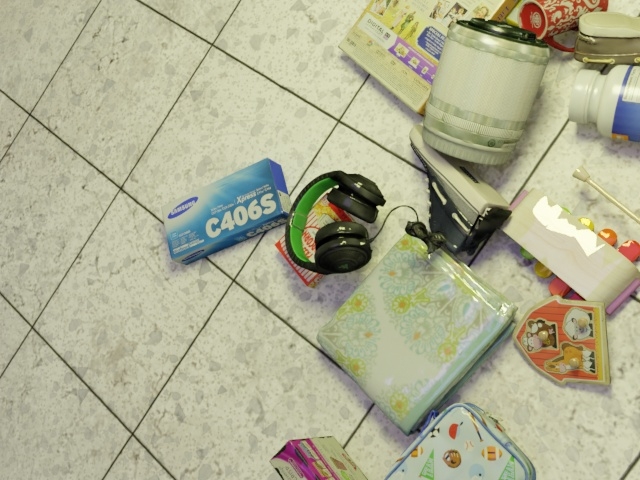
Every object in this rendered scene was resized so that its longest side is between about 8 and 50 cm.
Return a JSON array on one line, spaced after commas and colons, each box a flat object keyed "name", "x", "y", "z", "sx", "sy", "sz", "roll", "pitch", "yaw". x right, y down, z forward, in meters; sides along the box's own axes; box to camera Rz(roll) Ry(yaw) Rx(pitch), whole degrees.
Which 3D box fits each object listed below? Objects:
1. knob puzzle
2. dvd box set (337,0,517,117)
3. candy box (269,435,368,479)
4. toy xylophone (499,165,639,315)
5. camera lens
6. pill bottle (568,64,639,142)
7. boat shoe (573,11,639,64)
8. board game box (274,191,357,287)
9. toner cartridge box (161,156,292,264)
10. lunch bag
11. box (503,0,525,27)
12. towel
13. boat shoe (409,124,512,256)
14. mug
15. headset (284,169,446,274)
[{"name": "knob puzzle", "x": 0.486, "y": 0.208, "z": 1.445, "sx": 0.213, "sy": 0.030, "sz": 0.213, "roll": 10, "pitch": 107, "yaw": 35}, {"name": "dvd box set", "x": 0.273, "y": -0.554, "z": 1.704, "sx": 0.307, "sy": 0.062, "sz": 0.420, "roll": 45, "pitch": 107, "yaw": 26}, {"name": "candy box", "x": 0.007, "y": 0.509, "z": 1.523, "sx": 0.071, "sy": 0.233, "sz": 0.159, "roll": -47, "pitch": 63, "yaw": 9}, {"name": "toy xylophone", "x": 0.537, "y": -0.003, "z": 1.478, "sx": 0.236, "sy": 0.081, "sz": 0.322, "roll": -42, "pitch": 65, "yaw": 11}, {"name": "camera lens", "x": 0.352, "y": -0.325, "z": 1.516, "sx": 0.219, "sy": 0.219, "sz": 0.274, "roll": 27, "pitch": 117, "yaw": 27}, {"name": "pill bottle", "x": 0.661, "y": -0.277, "z": 1.442, "sx": 0.272, "sy": 0.152, "sz": 0.152, "roll": 14, "pitch": 85, "yaw": 27}, {"name": "boat shoe", "x": 0.705, "y": -0.410, "z": 1.479, "sx": 0.325, "sy": 0.096, "sz": 0.116, "roll": 8, "pitch": 41, "yaw": 11}, {"name": "board game box", "x": 0.000, "y": 0.000, "z": 1.746, "sx": 0.193, "sy": 0.045, "sz": 0.146, "roll": -45, "pitch": 64, "yaw": 10}, {"name": "toner cartridge box", "x": -0.250, "y": -0.073, "z": 1.863, "sx": 0.348, "sy": 0.075, "sz": 0.165, "roll": -23, "pitch": 69, "yaw": 19}, {"name": "lunch bag", "x": 0.283, "y": 0.493, "z": 1.470, "sx": 0.303, "sy": 0.115, "sz": 0.243, "roll": -50, "pitch": 61, "yaw": 8}, {"name": "box", "x": 0.439, "y": -0.582, "z": 1.676, "sx": 0.179, "sy": 0.043, "sz": 0.105, "roll": 40, "pitch": 98, "yaw": 25}, {"name": "towel", "x": 0.212, "y": 0.196, "z": 1.584, "sx": 0.374, "sy": 0.090, "sz": 0.320, "roll": -49, "pitch": 61, "yaw": 8}, {"name": "boat shoe", "x": 0.276, "y": -0.114, "z": 1.606, "sx": 0.158, "sy": 0.127, "sz": 0.340, "roll": -59, "pitch": 43, "yaw": 29}, {"name": "mug", "x": 0.533, "y": -0.489, "z": 1.534, "sx": 0.169, "sy": 0.113, "sz": 0.150, "roll": -25, "pitch": 86, "yaw": -21}, {"name": "headset", "x": 0.087, "y": -0.031, "z": 1.613, "sx": 0.394, "sy": 0.185, "sz": 0.243, "roll": 4, "pitch": 75, "yaw": 48}]
